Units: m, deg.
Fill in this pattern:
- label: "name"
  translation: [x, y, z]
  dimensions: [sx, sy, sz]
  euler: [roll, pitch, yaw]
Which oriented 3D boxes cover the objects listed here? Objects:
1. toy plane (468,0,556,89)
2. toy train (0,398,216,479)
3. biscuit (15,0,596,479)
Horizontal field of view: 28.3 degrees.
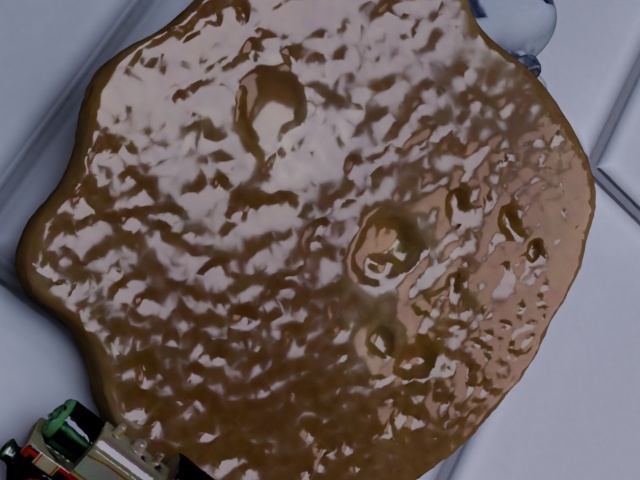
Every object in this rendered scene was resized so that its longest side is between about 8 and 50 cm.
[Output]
- label: "toy plane"
  translation: [0.082, -0.161, 0.980]
  dimensions: [0.244, 0.117, 0.245]
  euler: [15, 58, -25]
- label: "toy train"
  translation: [-0.130, 0.155, 0.789]
  dimensions: [0.138, 0.050, 0.087]
  euler: [38, 101, -11]
- label: "biscuit"
  translation: [-0.001, 0.000, 0.866]
  dimensions: [0.385, 0.062, 0.365]
  euler: [-40, 108, -11]
